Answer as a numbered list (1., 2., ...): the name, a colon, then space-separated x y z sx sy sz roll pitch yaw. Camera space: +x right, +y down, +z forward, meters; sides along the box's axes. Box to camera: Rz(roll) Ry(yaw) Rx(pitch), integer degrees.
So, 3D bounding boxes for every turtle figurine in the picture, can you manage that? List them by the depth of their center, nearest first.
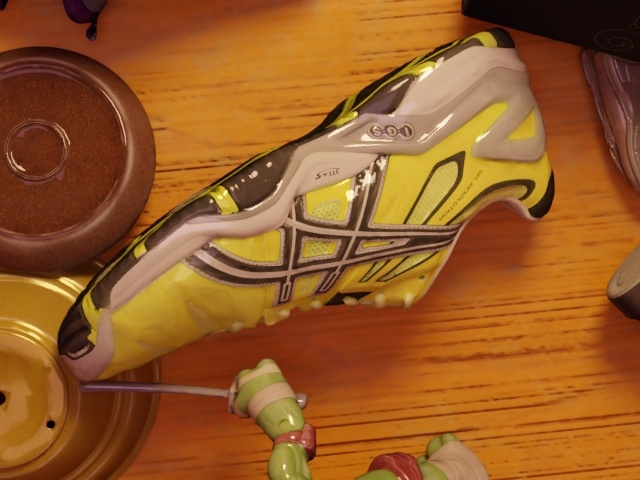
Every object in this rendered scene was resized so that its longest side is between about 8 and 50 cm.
1. turtle figurine: -0.030 0.191 1.002 0.266 0.274 0.198 12 65 -44

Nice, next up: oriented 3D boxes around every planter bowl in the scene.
1. planter bowl: -0.226 0.106 1.023 0.217 0.090 0.217 0 95 -2

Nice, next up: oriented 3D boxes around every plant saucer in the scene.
1. plant saucer: -0.202 -0.062 1.019 0.168 0.029 0.168 1 81 -5

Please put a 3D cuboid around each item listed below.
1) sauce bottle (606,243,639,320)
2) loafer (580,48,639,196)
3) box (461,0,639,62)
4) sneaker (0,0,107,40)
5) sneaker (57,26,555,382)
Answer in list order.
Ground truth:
1. sauce bottle: 0.360 0.124 1.044 0.344 0.111 0.111 41 92 -7
2. loafer: 0.227 -0.091 1.060 0.045 0.039 0.125 -23 100 -34
3. box: 0.251 -0.213 0.964 0.270 0.165 0.143 14 71 -4
4. sneaker: -0.244 -0.221 0.998 0.223 0.083 0.098 22 98 -5
5. sneaker: 0.000 0.000 0.982 0.384 0.145 0.147 -31 98 -7
